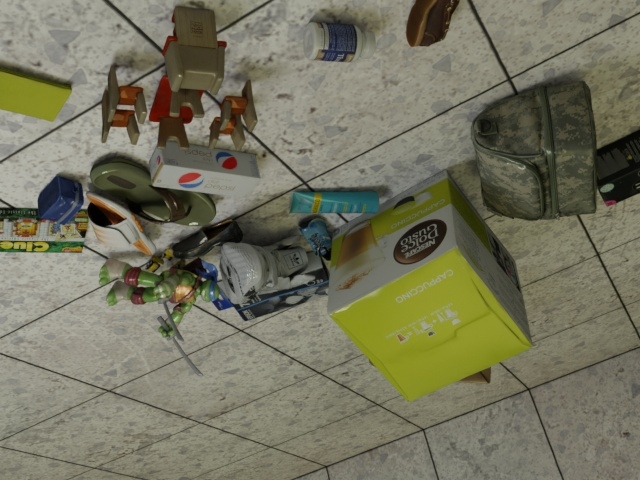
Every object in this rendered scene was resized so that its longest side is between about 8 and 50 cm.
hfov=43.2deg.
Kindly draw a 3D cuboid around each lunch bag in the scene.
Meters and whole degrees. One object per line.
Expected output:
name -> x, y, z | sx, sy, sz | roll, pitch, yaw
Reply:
lunch bag -> -0.523, -0.082, 1.645 | 0.098, 0.067, 0.065 | -37, 143, 30
lunch bag -> 0.472, -0.181, 1.788 | 0.256, 0.213, 0.305 | -5, 151, 16

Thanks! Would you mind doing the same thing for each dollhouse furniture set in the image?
dollhouse furniture set -> -0.244, -0.276, 1.435 | 0.262, 0.135, 0.259 | 1, 157, -23

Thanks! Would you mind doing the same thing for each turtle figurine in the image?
turtle figurine -> -0.384, 0.153, 1.871 | 0.266, 0.275, 0.198 | 12, 174, 12

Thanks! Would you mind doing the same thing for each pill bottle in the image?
pill bottle -> 0.035, -0.353, 1.446 | 0.120, 0.067, 0.067 | -1, 146, -20

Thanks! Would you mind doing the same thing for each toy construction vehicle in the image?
toy construction vehicle -> -0.364, 0.046, 1.957 | 0.086, 0.035, 0.098 | 24, 130, -31

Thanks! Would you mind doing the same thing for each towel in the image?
towel -> -0.559, -0.265, 1.389 | 0.237, 0.021, 0.102 | 11, 146, -37

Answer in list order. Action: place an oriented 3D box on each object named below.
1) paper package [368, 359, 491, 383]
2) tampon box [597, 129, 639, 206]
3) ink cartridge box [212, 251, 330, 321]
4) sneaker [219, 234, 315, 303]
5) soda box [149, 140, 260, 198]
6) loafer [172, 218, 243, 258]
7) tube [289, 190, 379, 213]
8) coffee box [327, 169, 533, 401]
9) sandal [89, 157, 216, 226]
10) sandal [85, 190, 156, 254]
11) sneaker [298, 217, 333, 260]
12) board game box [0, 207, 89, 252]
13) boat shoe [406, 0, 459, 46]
paper package -> 0.317, 0.312, 2.367 | 0.309, 0.168, 0.325 | 4, 177, -6
tampon box -> 0.754, -0.177, 1.993 | 0.161, 0.101, 0.120 | -26, 146, 18
ink cartridge box -> -0.138, 0.133, 2.157 | 0.332, 0.065, 0.165 | -17, 149, 6
sneaker -> -0.121, 0.053, 1.905 | 0.210, 0.137, 0.366 | -18, 173, -13
soda box -> -0.237, -0.145, 1.664 | 0.216, 0.069, 0.074 | 7, 143, -30
loafer -> -0.270, -0.008, 1.887 | 0.170, 0.062, 0.061 | -21, 137, -4
tube -> 0.032, -0.090, 1.892 | 0.207, 0.052, 0.080 | -1, 140, -12
coffee box -> 0.252, 0.108, 1.907 | 0.337, 0.334, 0.338 | -29, 118, 22
sandal -> -0.352, -0.080, 1.702 | 0.120, 0.086, 0.302 | -35, 143, 30
sandal -> -0.434, -0.012, 1.748 | 0.102, 0.076, 0.265 | 23, 160, 24
sneaker -> 0.000, 0.000, 1.989 | 0.063, 0.073, 0.162 | -24, 148, 16
board game box -> -0.638, -0.020, 1.736 | 0.259, 0.030, 0.136 | 0, 148, -23
boat shoe -> 0.206, -0.422, 1.409 | 0.073, 0.073, 0.207 | -9, 155, -13
